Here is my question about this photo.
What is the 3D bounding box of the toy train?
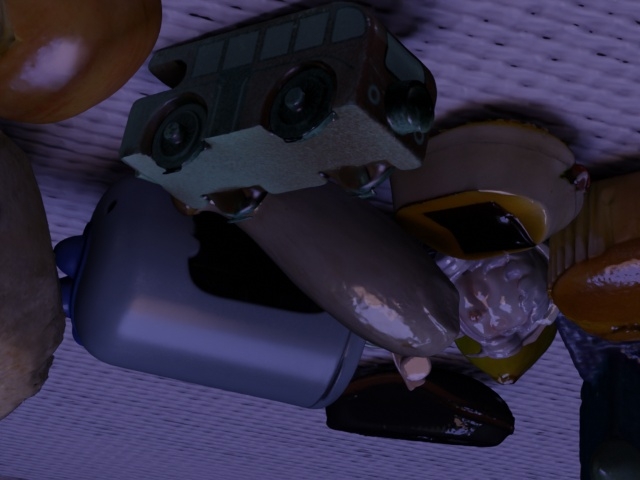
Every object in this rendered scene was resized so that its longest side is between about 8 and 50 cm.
[{"bbox_3d":[-0.033,-0.120,1.256,0.326,0.159,0.129,-9,151,38],"label":"toy train"}]

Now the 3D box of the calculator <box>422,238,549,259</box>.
[{"bbox_3d":[0.238,0.013,1.670,0.166,0.028,0.274,24,150,-37],"label":"calculator"}]

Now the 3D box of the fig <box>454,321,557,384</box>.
[{"bbox_3d":[0.232,0.100,1.704,0.136,0.120,0.153,-7,134,31],"label":"fig"}]

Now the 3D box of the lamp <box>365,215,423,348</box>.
[{"bbox_3d":[0.075,0.054,1.670,0.106,0.106,0.193,8,135,-6],"label":"lamp"}]

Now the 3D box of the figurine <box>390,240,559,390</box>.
[{"bbox_3d":[0.178,0.069,1.563,0.237,0.141,0.162,-22,111,-2],"label":"figurine"}]

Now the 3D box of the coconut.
[{"bbox_3d":[-0.459,0.036,1.460,0.416,0.415,0.344,-6,146,23],"label":"coconut"}]

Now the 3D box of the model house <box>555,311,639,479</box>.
[{"bbox_3d":[0.422,0.172,1.654,0.245,0.312,0.280,-8,156,35],"label":"model house"}]

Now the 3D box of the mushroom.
[{"bbox_3d":[0.000,0.000,1.445,0.350,0.128,0.128,33,154,-2],"label":"mushroom"}]

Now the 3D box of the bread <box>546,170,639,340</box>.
[{"bbox_3d":[0.386,0.017,1.460,0.288,0.156,0.204,-8,151,18],"label":"bread"}]

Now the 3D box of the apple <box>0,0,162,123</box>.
[{"bbox_3d":[-0.226,-0.187,1.126,0.199,0.199,0.199,4,157,2],"label":"apple"}]

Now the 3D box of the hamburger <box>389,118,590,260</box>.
[{"bbox_3d":[0.173,-0.055,1.429,0.173,0.116,0.210,34,151,-28],"label":"hamburger"}]

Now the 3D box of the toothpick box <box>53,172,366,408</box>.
[{"bbox_3d":[-0.139,0.061,1.584,0.355,0.263,0.263,14,156,-16],"label":"toothpick box"}]

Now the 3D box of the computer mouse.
[{"bbox_3d":[0.155,0.263,2.164,0.323,0.116,0.183,1,161,29],"label":"computer mouse"}]
